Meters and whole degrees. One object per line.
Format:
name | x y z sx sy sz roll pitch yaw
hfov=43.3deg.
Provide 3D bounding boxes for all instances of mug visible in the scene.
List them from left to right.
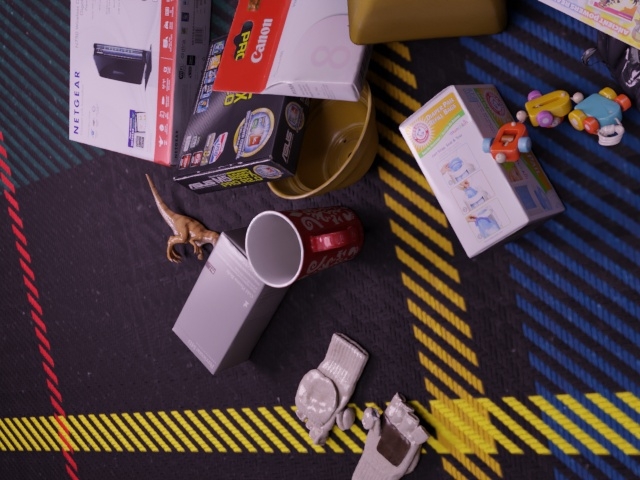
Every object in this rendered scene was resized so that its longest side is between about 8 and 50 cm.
mug | -0.004 0.008 1.228 0.150 0.169 0.113 26 113 32

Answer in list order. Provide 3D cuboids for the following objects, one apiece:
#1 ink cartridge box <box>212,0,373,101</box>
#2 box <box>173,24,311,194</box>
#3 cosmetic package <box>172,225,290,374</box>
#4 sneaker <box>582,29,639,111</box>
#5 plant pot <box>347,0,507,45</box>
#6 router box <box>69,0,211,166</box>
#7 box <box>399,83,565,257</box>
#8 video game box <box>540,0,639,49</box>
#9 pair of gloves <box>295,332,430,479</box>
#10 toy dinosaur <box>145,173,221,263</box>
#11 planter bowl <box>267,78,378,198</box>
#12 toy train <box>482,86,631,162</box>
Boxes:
ink cartridge box | -0.036 -0.300 1.169 0.232 0.066 0.189 9 70 13
box | -0.111 -0.215 1.261 0.216 0.060 0.270 -6 64 40
cosmetic package | -0.149 0.103 1.406 0.127 0.107 0.238 41 118 22
sneaker | 0.403 -0.274 0.893 0.153 0.101 0.269 43 124 21
plant pot | 0.128 -0.364 0.988 0.212 0.187 0.212 -3 97 7
router box | -0.340 -0.327 1.490 0.301 0.082 0.336 15 108 36
box | 0.213 -0.097 1.070 0.103 0.114 0.203 -36 76 39
video game box | 0.311 -0.322 0.847 0.205 0.048 0.187 38 133 27
pair of gloves | 0.057 0.294 1.315 0.240 0.042 0.204 45 123 25
toy dinosaur | -0.259 -0.023 1.508 0.211 0.064 0.112 32 99 20
planter bowl | 0.021 -0.144 1.209 0.217 0.090 0.217 -26 51 37
toy train | 0.287 -0.129 0.968 0.166 0.125 0.046 1 139 33
